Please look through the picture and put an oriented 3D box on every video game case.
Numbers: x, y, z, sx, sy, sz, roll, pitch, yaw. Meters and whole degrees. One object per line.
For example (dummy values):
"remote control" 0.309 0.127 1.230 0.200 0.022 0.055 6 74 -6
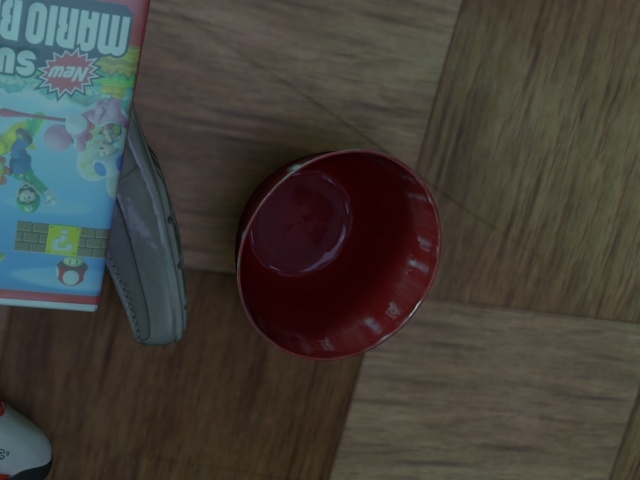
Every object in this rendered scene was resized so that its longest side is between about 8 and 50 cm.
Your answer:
"video game case" -0.230 -0.093 0.902 0.204 0.025 0.285 6 107 -22

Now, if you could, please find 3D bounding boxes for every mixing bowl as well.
"mixing bowl" 0.000 0.000 1.111 0.181 0.098 0.181 -8 111 -21

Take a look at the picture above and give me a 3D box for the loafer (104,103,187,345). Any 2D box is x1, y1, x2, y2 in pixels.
"loafer" -0.181 -0.056 1.010 0.111 0.112 0.320 -18 113 -5

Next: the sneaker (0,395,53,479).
"sneaker" -0.298 0.085 1.011 0.270 0.090 0.145 27 98 -27
